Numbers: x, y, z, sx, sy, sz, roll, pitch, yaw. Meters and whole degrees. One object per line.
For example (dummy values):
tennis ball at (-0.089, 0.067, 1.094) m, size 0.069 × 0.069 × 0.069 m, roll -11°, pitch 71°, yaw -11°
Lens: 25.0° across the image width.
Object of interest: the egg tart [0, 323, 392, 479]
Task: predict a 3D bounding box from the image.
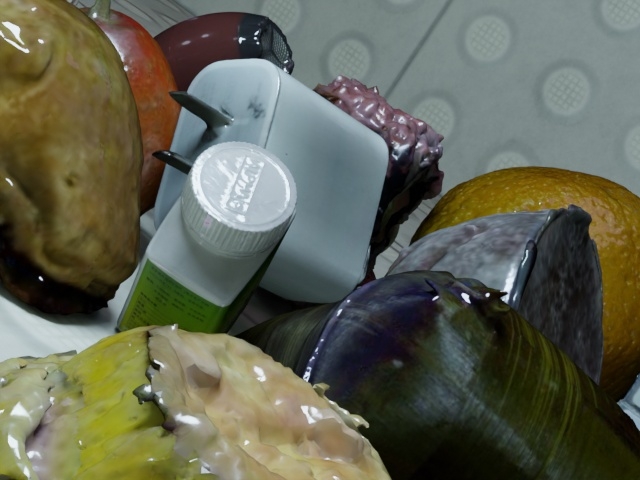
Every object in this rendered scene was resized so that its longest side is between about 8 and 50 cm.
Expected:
egg tart at (-0.055, 0.156, 0.829) m, size 0.352 × 0.150 × 0.352 m, roll 32°, pitch 14°, yaw -9°

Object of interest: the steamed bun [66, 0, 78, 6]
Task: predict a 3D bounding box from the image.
steamed bun at (-0.372, -0.261, 1.481) m, size 0.206 × 0.275 × 0.320 m, roll 61°, pitch -12°, yaw -18°

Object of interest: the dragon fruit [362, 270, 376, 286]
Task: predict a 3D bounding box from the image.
dragon fruit at (0.000, 0.000, 1.921) m, size 0.106 × 0.083 × 0.162 m, roll 20°, pitch -38°, yaw 53°

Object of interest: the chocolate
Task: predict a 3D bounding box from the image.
chocolate at (0.138, 0.103, 1.405) m, size 0.213 × 0.303 × 0.303 m, roll 4°, pitch -4°, yaw 27°

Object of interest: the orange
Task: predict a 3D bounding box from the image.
orange at (0.264, 0.060, 1.764) m, size 0.357 × 0.322 × 0.322 m, roll 12°, pitch 21°, yaw -33°

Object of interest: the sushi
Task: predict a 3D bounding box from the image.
sushi at (0.022, -0.047, 1.646) m, size 0.171 × 0.270 × 0.236 m, roll 35°, pitch -4°, yaw 20°

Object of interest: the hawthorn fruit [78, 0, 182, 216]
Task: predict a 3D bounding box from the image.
hawthorn fruit at (-0.219, -0.138, 1.409) m, size 0.199 × 0.251 × 0.199 m, roll 7°, pitch 36°, yaw -5°

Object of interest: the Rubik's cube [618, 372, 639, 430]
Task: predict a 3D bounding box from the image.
Rubik's cube at (0.486, 0.257, 1.714) m, size 0.253 × 0.259 × 0.256 m, roll 40°, pitch 13°, yaw 21°

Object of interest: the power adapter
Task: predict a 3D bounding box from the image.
power adapter at (-0.063, -0.064, 1.382) m, size 0.124 × 0.187 × 0.255 m, roll 2°, pitch -17°, yaw 40°

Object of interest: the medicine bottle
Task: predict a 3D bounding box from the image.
medicine bottle at (-0.088, 0.007, 1.189) m, size 0.088 × 0.188 × 0.132 m, roll 34°, pitch 52°, yaw 3°

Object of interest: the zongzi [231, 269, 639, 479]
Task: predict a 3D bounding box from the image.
zongzi at (0.114, 0.195, 1.192) m, size 0.403 × 0.208 × 0.432 m, roll 41°, pitch -15°, yaw -12°

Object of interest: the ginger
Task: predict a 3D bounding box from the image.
ginger at (-0.242, -0.092, 1.200) m, size 0.269 × 0.223 × 0.200 m, roll 30°, pitch 7°, yaw -7°

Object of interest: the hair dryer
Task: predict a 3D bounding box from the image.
hair dryer at (-0.161, -0.064, 1.541) m, size 0.123 × 0.312 × 0.340 m, roll 30°, pitch 46°, yaw -51°
